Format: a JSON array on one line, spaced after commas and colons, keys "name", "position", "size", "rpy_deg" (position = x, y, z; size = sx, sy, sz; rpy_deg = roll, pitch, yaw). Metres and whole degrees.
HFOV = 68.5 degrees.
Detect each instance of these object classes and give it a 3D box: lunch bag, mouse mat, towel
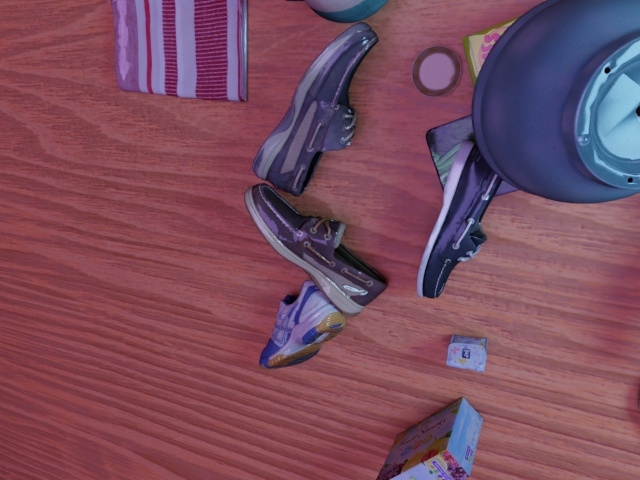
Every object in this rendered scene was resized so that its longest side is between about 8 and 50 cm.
[{"name": "lunch bag", "position": [0.285, 0.220, 0.909], "size": [0.071, 0.083, 0.053], "rpy_deg": [4, 110, 25]}, {"name": "mouse mat", "position": [0.292, -0.149, 0.816], "size": [0.190, 0.007, 0.152], "rpy_deg": [-16, 101, 29]}, {"name": "towel", "position": [-0.300, -0.420, 0.975], "size": [0.329, 0.037, 0.237], "rpy_deg": [12, 114, 20]}]

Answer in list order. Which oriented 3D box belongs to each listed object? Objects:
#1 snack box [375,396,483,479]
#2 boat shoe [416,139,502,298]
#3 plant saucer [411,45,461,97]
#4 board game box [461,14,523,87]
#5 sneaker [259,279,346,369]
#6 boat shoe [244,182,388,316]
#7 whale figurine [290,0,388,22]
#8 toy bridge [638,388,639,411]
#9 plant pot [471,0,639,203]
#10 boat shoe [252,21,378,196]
[{"name": "snack box", "position": [0.222, 0.437, 0.964], "size": [0.070, 0.174, 0.207], "rpy_deg": [49, 121, 5]}, {"name": "boat shoe", "position": [0.246, -0.018, 0.820], "size": [0.091, 0.114, 0.302], "rpy_deg": [21, 121, 20]}, {"name": "plant saucer", "position": [0.198, -0.288, 0.803], "size": [0.083, 0.015, 0.083], "rpy_deg": [8, 111, 23]}, {"name": "board game box", "position": [0.322, -0.300, 0.725], "size": [0.181, 0.043, 0.092], "rpy_deg": [-12, 103, 28]}, {"name": "sneaker", "position": [-0.053, 0.193, 1.061], "size": [0.296, 0.112, 0.131], "rpy_deg": [-44, 57, 38]}, {"name": "boat shoe", "position": [0.000, 0.000, 0.931], "size": [0.123, 0.123, 0.342], "rpy_deg": [-39, 101, 20]}, {"name": "whale figurine", "position": [0.020, -0.469, 0.769], "size": [0.216, 0.141, 0.272], "rpy_deg": [-45, 64, 12]}, {"name": "toy bridge", "position": [0.594, 0.282, 0.821], "size": [0.063, 0.026, 0.188], "rpy_deg": [0, 108, 26]}, {"name": "plant pot", "position": [0.369, -0.172, 0.606], "size": [0.293, 0.196, 0.293], "rpy_deg": [1, 111, 1]}, {"name": "boat shoe", "position": [0.008, -0.223, 0.865], "size": [0.130, 0.132, 0.355], "rpy_deg": [38, 129, -3]}]
